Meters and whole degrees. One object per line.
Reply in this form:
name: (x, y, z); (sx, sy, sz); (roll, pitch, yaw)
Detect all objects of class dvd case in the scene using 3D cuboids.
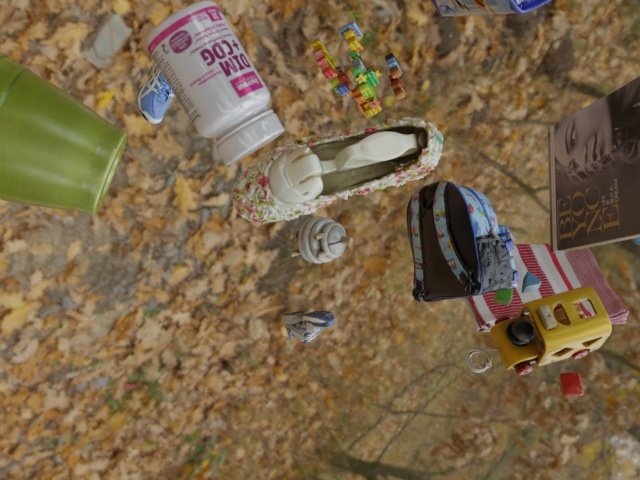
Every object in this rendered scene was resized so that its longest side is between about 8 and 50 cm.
dvd case: (0.318, -0.077, 0.861); (0.221, 0.018, 0.165); (142, -51, -80)

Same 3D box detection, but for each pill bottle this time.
pill bottle: (-0.198, -0.299, 1.442); (0.160, 0.283, 0.160); (-31, -175, 3)

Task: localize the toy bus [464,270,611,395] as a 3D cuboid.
toy bus: (0.360, 0.142, 1.204); (0.202, 0.191, 0.104); (-58, 164, -26)

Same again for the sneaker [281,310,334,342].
sneaker: (-0.019, 0.164, 1.416); (0.052, 0.135, 0.058); (-10, 92, -39)

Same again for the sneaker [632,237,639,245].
sneaker: (0.696, -0.125, 1.471); (0.319, 0.127, 0.208); (-46, 126, -3)

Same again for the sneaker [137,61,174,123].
sneaker: (-0.401, -0.393, 1.885); (0.080, 0.081, 0.211); (23, 66, -36)

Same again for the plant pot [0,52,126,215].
plant pot: (-0.698, -0.234, 1.902); (0.366, 0.353, 0.367); (-159, -90, -77)

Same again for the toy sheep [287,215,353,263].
toy sheep: (0.000, 0.000, 1.295); (0.091, 0.132, 0.091); (-12, 105, -50)

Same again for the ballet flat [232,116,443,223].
ballet flat: (0.016, -0.084, 0.800); (0.241, 0.091, 0.077); (-19, 173, 0)

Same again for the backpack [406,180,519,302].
backpack: (0.204, -0.002, 1.112); (0.116, 0.173, 0.158); (-8, 175, -31)

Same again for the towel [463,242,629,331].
towel: (0.448, 0.087, 1.568); (0.329, 0.237, 0.037); (-3, 132, -12)

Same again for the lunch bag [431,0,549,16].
lunch bag: (0.195, -0.484, 0.871); (0.239, 0.385, 0.328); (-30, -164, 0)

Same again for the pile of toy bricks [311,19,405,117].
pile of toy bricks: (0.078, -0.278, 1.311); (0.118, 0.105, 0.212); (-25, 141, 19)
